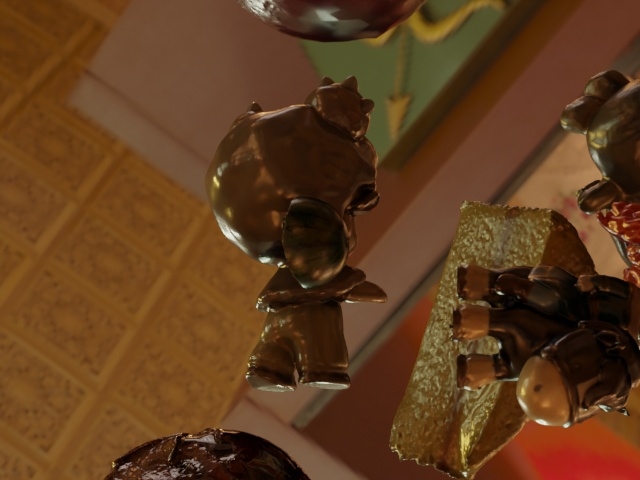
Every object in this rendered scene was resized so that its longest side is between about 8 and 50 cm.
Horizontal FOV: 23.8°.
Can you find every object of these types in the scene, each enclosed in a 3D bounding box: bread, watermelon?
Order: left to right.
[{"bbox_3d":[0.000,0.000,1.689,0.105,0.062,0.105,-10,-90,-71],"label":"watermelon"},{"bbox_3d":[0.230,0.150,2.240,0.362,0.233,0.245,-44,-63,-24],"label":"bread"}]

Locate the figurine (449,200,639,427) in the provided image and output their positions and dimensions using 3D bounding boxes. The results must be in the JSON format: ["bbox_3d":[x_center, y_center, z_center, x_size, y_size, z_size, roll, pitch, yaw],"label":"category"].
[{"bbox_3d":[0.346,0.094,1.732,0.412,0.241,0.306,-11,-166,-18],"label":"figurine"}]

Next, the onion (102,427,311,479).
[{"bbox_3d":[-0.114,0.305,1.577,0.272,0.195,0.272,8,-126,-11],"label":"onion"}]

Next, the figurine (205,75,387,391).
[{"bbox_3d":[-0.033,-0.004,1.871,0.203,0.248,0.380,7,-105,-41],"label":"figurine"}]

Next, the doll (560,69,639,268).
[{"bbox_3d":[0.527,-0.060,2.166,0.382,0.252,0.378,56,176,-15],"label":"doll"}]

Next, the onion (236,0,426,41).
[{"bbox_3d":[0.016,-0.328,1.525,0.282,0.337,0.260,-27,-94,-18],"label":"onion"}]
